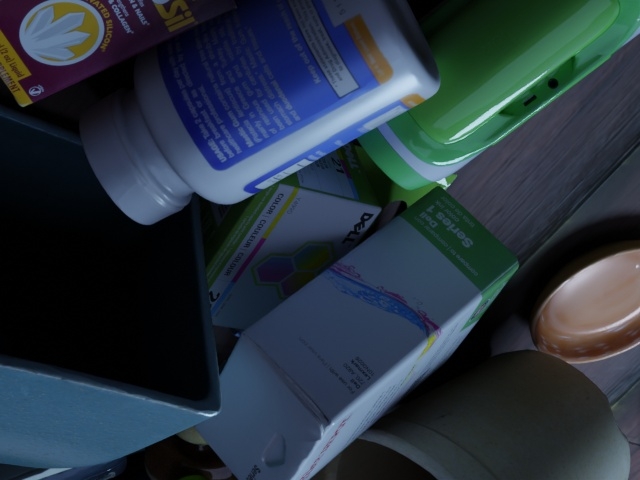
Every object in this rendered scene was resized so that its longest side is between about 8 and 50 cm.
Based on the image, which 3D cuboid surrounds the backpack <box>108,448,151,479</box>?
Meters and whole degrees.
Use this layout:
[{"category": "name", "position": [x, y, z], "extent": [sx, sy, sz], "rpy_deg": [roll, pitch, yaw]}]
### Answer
[{"category": "backpack", "position": [-0.219, 0.365, 1.500], "extent": [0.253, 0.225, 0.191], "rpy_deg": [-29, 142, -8]}]

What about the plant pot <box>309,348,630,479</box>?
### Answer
[{"category": "plant pot", "position": [0.178, 0.284, 1.484], "extent": [0.305, 0.334, 0.334], "rpy_deg": [-31, 151, -40]}]

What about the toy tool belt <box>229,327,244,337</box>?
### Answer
[{"category": "toy tool belt", "position": [-0.074, 0.087, 1.385], "extent": [0.083, 0.052, 0.051], "rpy_deg": [22, 116, -38]}]

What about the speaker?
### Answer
[{"category": "speaker", "position": [0.162, -0.172, 1.142], "extent": [0.296, 0.131, 0.131], "rpy_deg": [-37, 137, 18]}]

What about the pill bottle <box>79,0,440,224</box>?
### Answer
[{"category": "pill bottle", "position": [-0.054, -0.123, 1.078], "extent": [0.272, 0.152, 0.152], "rpy_deg": [-27, 140, 14]}]

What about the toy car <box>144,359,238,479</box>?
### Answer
[{"category": "toy car", "position": [-0.108, 0.176, 1.407], "extent": [0.149, 0.155, 0.188], "rpy_deg": [-4, 124, -19]}]

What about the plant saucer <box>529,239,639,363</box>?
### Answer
[{"category": "plant saucer", "position": [0.333, 0.066, 1.546], "extent": [0.200, 0.037, 0.200], "rpy_deg": [-12, 138, -11]}]

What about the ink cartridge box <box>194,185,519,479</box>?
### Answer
[{"category": "ink cartridge box", "position": [0.032, 0.102, 1.262], "extent": [0.278, 0.117, 0.201], "rpy_deg": [-36, 164, -35]}]

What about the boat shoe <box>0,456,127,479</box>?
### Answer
[{"category": "boat shoe", "position": [-0.334, 0.258, 1.434], "extent": [0.254, 0.095, 0.079], "rpy_deg": [-21, 129, -14]}]

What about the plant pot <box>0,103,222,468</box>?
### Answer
[{"category": "plant pot", "position": [-0.267, 0.070, 1.152], "extent": [0.247, 0.248, 0.252], "rpy_deg": [19, 138, -37]}]

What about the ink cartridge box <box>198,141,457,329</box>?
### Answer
[{"category": "ink cartridge box", "position": [0.000, 0.000, 1.285], "extent": [0.255, 0.097, 0.189], "rpy_deg": [12, 130, -32]}]

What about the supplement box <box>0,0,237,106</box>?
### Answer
[{"category": "supplement box", "position": [-0.172, -0.195, 1.008], "extent": [0.188, 0.081, 0.104], "rpy_deg": [-24, 139, 3]}]
